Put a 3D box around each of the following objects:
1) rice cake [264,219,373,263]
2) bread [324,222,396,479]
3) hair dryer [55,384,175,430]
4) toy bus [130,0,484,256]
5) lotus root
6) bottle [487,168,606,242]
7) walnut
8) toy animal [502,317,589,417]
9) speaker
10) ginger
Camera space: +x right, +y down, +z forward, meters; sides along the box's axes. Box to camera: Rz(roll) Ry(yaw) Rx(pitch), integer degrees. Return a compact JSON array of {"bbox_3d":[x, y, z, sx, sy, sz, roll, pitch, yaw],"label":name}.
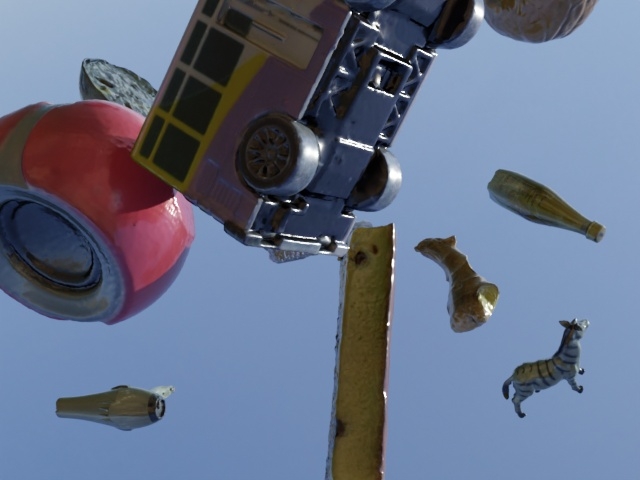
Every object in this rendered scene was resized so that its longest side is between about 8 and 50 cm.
[{"bbox_3d":[0.000,0.001,1.917,0.270,0.049,0.055,-11,-175,-42],"label":"rice cake"},{"bbox_3d":[0.055,0.164,1.437,0.077,0.361,0.138,5,166,-2],"label":"bread"},{"bbox_3d":[-0.405,0.317,2.074,0.219,0.088,0.225,-2,-177,-1],"label":"hair dryer"},{"bbox_3d":[-0.002,-0.227,1.138,0.249,0.209,0.439,34,-75,31],"label":"toy bus"},{"bbox_3d":[-0.320,-0.210,1.712,0.078,0.183,0.203,-48,174,16],"label":"lotus root"},{"bbox_3d":[0.463,-0.066,2.157,0.083,0.083,0.270,-41,-129,-21],"label":"bottle"},{"bbox_3d":[0.449,-0.559,2.145,0.252,0.312,0.277,5,-156,8],"label":"walnut"},{"bbox_3d":[0.446,0.247,2.057,0.217,0.176,0.073,-29,-140,12],"label":"toy animal"},{"bbox_3d":[-0.308,-0.036,1.312,0.294,0.294,0.294,-24,-153,13],"label":"speaker"},{"bbox_3d":[0.291,0.088,2.285,0.131,0.086,0.294,-54,-143,18],"label":"ginger"}]
